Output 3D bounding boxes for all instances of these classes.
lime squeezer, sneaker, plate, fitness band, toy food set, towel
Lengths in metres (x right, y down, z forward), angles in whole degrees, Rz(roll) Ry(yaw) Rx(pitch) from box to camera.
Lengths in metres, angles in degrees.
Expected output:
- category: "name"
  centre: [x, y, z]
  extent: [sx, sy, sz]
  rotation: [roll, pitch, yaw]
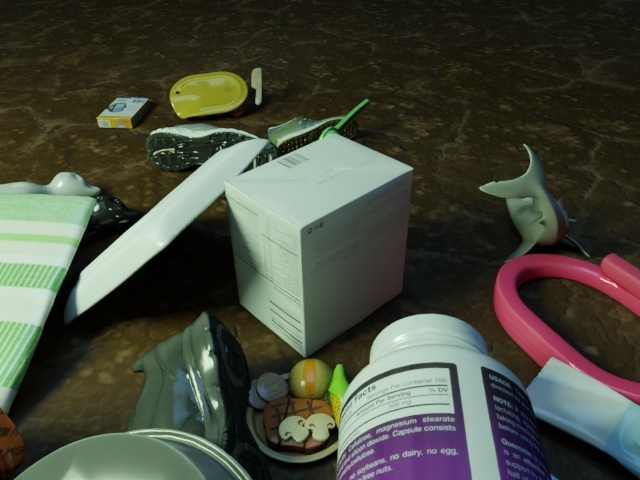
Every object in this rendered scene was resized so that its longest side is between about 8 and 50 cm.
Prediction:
- category: "lime squeezer"
  centre: [0.036, -0.178, 1.116]
  extent: [0.109, 0.059, 0.311]
  rotation: [-12, 45, 19]
- category: "sneaker"
  centre: [-0.199, -0.185, 1.129]
  extent: [0.271, 0.100, 0.108]
  rotation: [11, 32, 16]
- category: "plate"
  centre: [-0.219, -0.025, 0.801]
  extent: [0.277, 0.045, 0.278]
  rotation: [-32, 15, 39]
- category: "sneaker"
  centre: [-0.128, 0.212, 0.581]
  extent: [0.130, 0.109, 0.286]
  rotation: [-25, 43, 6]
- category: "fitness band"
  centre: [0.357, 0.106, 0.747]
  extent: [0.208, 0.054, 0.291]
  rotation: [-19, 38, -18]
- category: "toy food set"
  centre: [-0.237, -0.326, 1.360]
  extent: [0.217, 0.071, 0.128]
  rotation: [-8, 60, -7]
- category: "toy food set"
  centre: [-0.024, 0.186, 0.651]
  extent: [0.191, 0.039, 0.132]
  rotation: [-1, 36, 1]
- category: "towel"
  centre: [-0.454, 0.072, 0.744]
  extent: [0.247, 0.038, 0.325]
  rotation: [3, 55, 6]
- category: "sneaker"
  centre: [-0.022, -0.233, 1.213]
  extent: [0.192, 0.064, 0.086]
  rotation: [-22, 45, -21]

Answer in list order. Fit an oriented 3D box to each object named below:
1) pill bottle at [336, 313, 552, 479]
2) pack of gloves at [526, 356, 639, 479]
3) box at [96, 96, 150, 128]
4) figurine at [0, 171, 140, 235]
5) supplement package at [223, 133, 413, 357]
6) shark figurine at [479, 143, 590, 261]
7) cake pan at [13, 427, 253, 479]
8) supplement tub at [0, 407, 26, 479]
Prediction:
- category: "pill bottle"
  centre: [0.102, 0.217, 0.484]
  extent: [0.181, 0.182, 0.323]
  rotation: [2, 35, 5]
- category: "pack of gloves"
  centre: [0.286, 0.247, 0.572]
  extent: [0.232, 0.046, 0.195]
  rotation: [28, 57, 37]
- category: "box"
  centre: [-0.456, -0.302, 1.358]
  extent: [0.081, 0.028, 0.136]
  rotation: [3, 33, 6]
- category: "figurine"
  centre: [-0.443, -0.048, 0.966]
  extent: [0.214, 0.093, 0.209]
  rotation: [28, 37, 35]
- category: "supplement package"
  centre: [0.000, 0.000, 0.770]
  extent: [0.194, 0.203, 0.149]
  rotation: [-29, 44, -33]
- category: "shark figurine"
  centre: [0.308, -0.018, 0.853]
  extent: [0.116, 0.278, 0.166]
  rotation: [-40, 73, 9]
- category: "cake pan"
  centre: [-0.170, 0.276, 0.428]
  extent: [0.293, 0.054, 0.293]
  rotation: [-10, 51, 13]
- category: "supplement tub"
  centre: [-0.406, 0.248, 0.445]
  extent: [0.193, 0.194, 0.316]
  rotation: [13, 37, 19]
